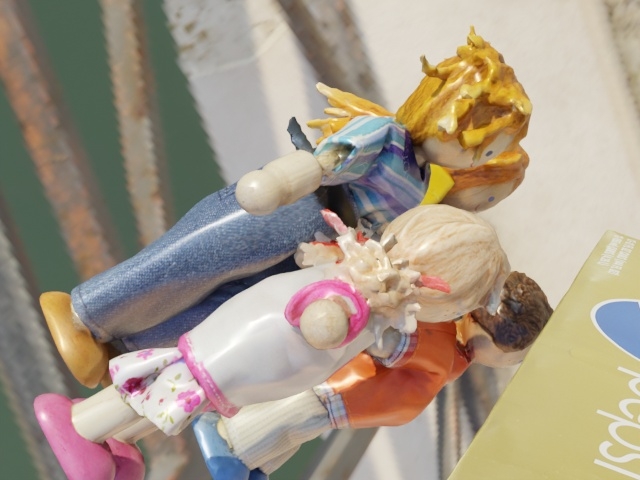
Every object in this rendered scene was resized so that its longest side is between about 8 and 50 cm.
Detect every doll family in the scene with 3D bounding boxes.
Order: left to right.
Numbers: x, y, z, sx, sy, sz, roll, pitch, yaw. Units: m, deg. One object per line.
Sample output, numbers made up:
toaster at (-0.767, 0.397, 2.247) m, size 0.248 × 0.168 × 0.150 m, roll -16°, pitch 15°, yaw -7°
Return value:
doll family at (0.000, 0.000, 0.613) m, size 0.163 × 0.263 × 0.118 m, roll -29°, pitch 78°, yaw 6°

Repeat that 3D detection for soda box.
soda box at (0.060, 0.056, 0.378) m, size 0.058 × 0.181 × 0.061 m, roll 21°, pitch 111°, yaw 11°
